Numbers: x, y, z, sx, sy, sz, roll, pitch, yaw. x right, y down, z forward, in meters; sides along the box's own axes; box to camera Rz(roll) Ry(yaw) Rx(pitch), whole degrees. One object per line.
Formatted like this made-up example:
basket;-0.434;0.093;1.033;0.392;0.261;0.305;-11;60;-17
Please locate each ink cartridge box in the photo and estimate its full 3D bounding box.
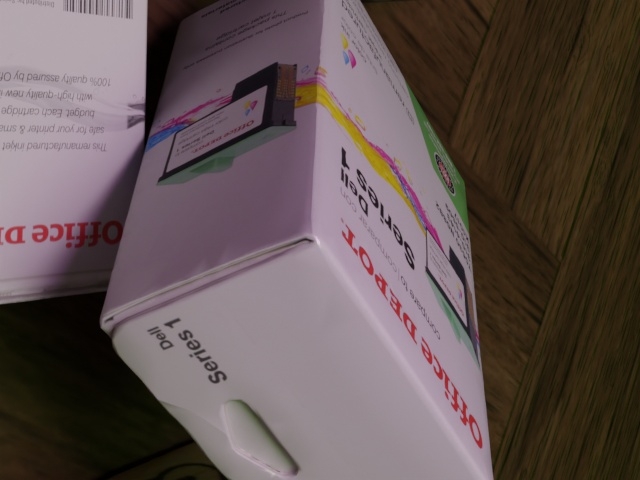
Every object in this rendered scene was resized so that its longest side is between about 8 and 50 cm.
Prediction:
ink cartridge box;0.000;0.000;0.640;0.201;0.117;0.278;55;23;-33
ink cartridge box;-0.173;-0.080;0.581;0.158;0.092;0.218;-5;98;-50

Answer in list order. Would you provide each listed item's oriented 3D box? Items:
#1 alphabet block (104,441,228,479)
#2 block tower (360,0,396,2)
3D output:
alphabet block;-0.050;0.247;0.706;0.197;0.192;0.194;-16;110;-48
block tower;-0.035;-0.233;0.721;0.335;0.091;0.097;7;91;-51
